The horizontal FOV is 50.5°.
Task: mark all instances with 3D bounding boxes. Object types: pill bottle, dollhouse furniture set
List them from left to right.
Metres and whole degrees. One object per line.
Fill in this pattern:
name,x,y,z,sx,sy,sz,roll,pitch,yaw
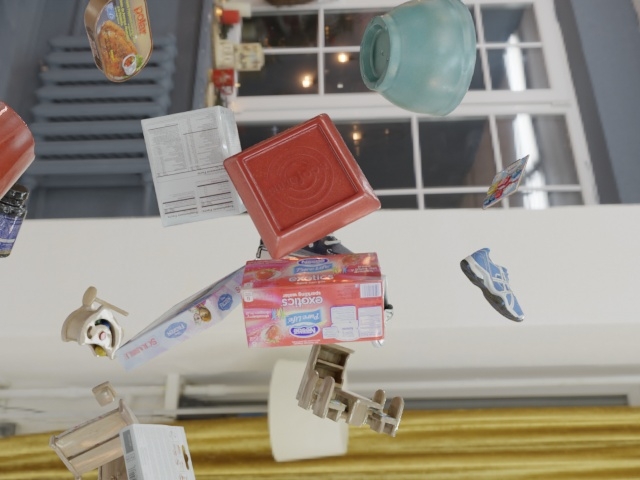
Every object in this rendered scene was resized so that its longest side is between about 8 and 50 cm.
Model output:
pill bottle,-0.972,-0.067,2.068,0.123,0.122,0.219,-86,-158,-79
dollhouse furniture set,-0.607,0.529,1.763,0.174,0.303,0.356,-126,-167,-62
dollhouse furniture set,0.059,0.341,1.624,0.242,0.212,0.161,4,-106,61

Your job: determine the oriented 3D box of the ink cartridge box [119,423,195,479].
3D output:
ink cartridge box,-0.338,0.460,1.420,0.179,0.045,0.145,38,29,-62

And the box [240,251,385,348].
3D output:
box,-0.014,0.130,1.483,0.142,0.299,0.154,-92,177,-66

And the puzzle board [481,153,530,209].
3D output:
puzzle board,0.395,-0.125,1.456,0.096,0.011,0.128,-65,-169,-23

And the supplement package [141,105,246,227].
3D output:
supplement package,-0.304,-0.186,1.707,0.199,0.198,0.263,-66,146,-82

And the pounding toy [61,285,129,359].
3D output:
pounding toy,-0.692,0.284,2.121,0.270,0.154,0.154,74,31,-44

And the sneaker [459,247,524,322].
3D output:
sneaker,0.437,0.110,1.662,0.211,0.081,0.080,51,-11,-4

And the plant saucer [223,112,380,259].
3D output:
plant saucer,-0.042,-0.127,1.428,0.259,0.258,0.048,61,-8,16

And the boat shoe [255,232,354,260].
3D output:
boat shoe,0.000,0.000,1.746,0.127,0.340,0.158,13,87,-73

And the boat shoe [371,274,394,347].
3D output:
boat shoe,0.167,0.198,1.882,0.083,0.075,0.226,-62,143,-60

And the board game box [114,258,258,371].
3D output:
board game box,-0.326,0.187,1.765,0.066,0.318,0.318,58,22,-6

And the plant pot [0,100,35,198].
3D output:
plant pot,-0.766,-0.163,1.430,0.265,0.272,0.272,-65,160,-44

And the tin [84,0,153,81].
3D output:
tin,-0.337,-0.348,1.141,0.040,0.106,0.190,45,-24,15

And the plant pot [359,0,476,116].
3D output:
plant pot,0.215,-0.454,1.664,0.293,0.196,0.293,178,-90,-69
